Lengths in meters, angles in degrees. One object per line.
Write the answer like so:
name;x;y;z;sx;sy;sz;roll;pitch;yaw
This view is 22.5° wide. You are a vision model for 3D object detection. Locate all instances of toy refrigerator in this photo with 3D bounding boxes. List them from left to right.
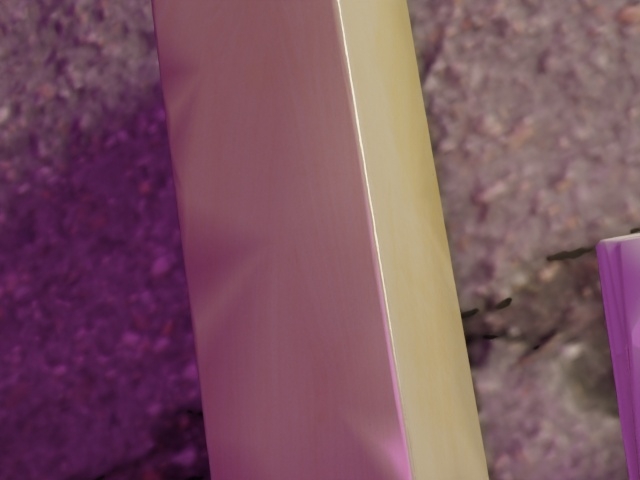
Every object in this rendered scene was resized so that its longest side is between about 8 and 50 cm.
toy refrigerator;0.000;0.000;0.766;0.102;0.094;0.269;-17;73;25

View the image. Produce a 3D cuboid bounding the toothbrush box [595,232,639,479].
toothbrush box;0.230;0.061;0.554;0.206;0.283;0.122;-10;75;19
